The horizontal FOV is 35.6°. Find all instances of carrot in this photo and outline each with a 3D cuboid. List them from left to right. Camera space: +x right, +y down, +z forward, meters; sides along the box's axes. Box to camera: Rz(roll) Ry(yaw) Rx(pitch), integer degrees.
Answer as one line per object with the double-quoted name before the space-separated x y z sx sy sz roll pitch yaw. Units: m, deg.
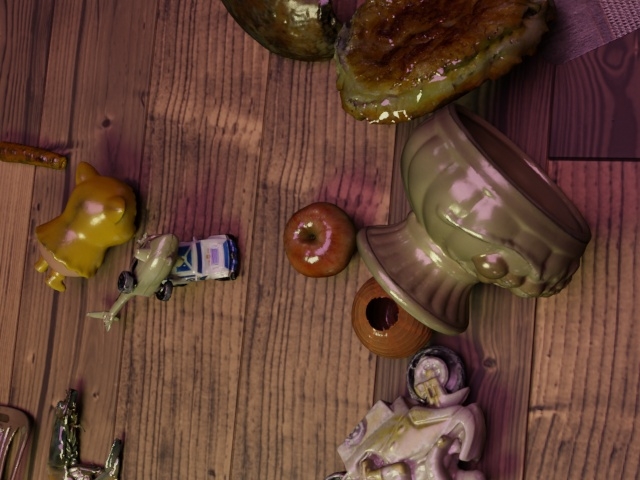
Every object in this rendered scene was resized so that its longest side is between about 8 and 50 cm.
"carrot" -0.564 -0.163 1.933 0.170 0.042 0.042 13 89 24

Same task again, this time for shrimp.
"shrimp" -0.425 0.378 1.801 0.150 0.051 0.217 1 92 22

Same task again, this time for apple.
"apple" 0.002 0.001 1.615 0.126 0.102 0.126 -6 77 28

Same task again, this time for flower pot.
"flower pot" 0.207 -0.015 1.419 0.244 0.307 0.307 -48 67 20

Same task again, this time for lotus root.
"lotus root" -0.094 -0.422 1.679 0.142 0.210 0.314 -40 55 3

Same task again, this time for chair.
"chair" -0.654 0.470 1.819 0.175 0.183 0.327 4 86 24

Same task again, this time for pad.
"pad" 0.445 -0.315 1.474 0.249 0.055 0.323 -24 57 20

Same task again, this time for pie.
"pie" 0.175 -0.305 1.500 0.354 0.103 0.288 -36 40 -7

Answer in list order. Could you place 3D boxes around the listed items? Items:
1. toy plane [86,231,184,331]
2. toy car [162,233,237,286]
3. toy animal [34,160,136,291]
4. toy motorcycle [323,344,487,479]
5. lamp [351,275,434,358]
"toy plane" -0.318 0.072 1.710 0.286 0.092 0.108 -51 41 36
"toy car" -0.226 0.035 1.734 0.170 0.070 0.080 -7 81 23
"toy animal" -0.432 -0.017 1.800 0.156 0.156 0.230 43 105 23
"toy motorcycle" 0.142 0.340 1.507 0.223 0.108 0.341 41 94 29
"lamp" 0.114 0.114 1.536 0.136 0.136 0.137 -3 82 24
